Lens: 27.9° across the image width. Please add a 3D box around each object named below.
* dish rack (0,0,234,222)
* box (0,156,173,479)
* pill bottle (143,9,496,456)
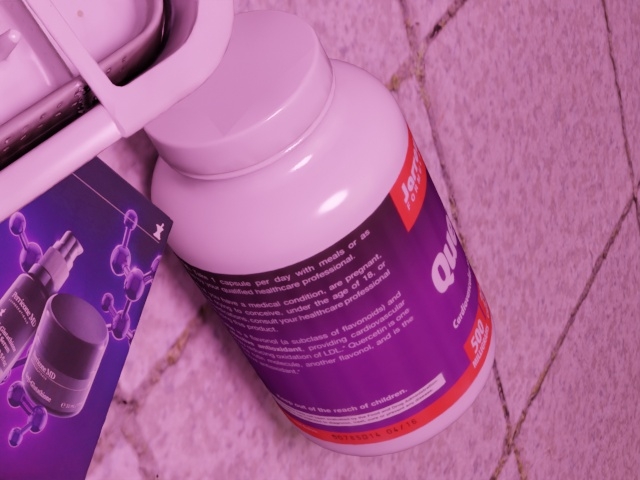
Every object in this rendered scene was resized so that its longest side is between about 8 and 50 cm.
[{"bbox_3d":[-0.225,-0.111,0.497,0.333,0.072,0.285,-40,101,-30],"label":"dish rack"},{"bbox_3d":[-0.206,0.009,0.651,0.261,0.103,0.184,44,54,-52],"label":"box"},{"bbox_3d":[0.000,0.000,0.910,0.181,0.181,0.323,-64,143,-32],"label":"pill bottle"}]
